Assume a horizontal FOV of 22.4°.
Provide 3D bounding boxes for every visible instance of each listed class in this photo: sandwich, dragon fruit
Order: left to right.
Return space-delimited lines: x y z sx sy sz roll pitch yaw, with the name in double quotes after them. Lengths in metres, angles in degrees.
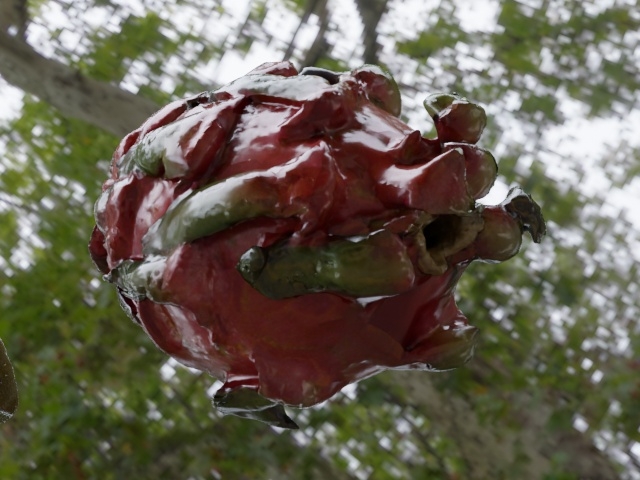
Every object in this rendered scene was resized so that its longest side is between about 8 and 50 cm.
-0.183 0.081 0.860 0.031 0.083 0.044 -27 -72 23 "sandwich"
0.000 0.000 0.681 0.166 0.172 0.160 14 -90 -39 "dragon fruit"
